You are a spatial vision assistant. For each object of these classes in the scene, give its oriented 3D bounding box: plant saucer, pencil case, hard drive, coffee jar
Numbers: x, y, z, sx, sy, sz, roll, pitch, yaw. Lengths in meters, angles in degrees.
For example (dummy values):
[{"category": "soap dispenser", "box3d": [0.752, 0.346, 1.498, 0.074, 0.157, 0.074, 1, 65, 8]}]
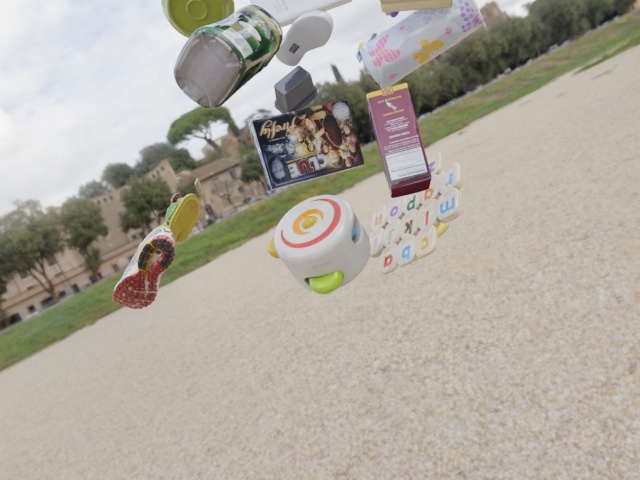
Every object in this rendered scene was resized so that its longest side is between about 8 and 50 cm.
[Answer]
[{"category": "plant saucer", "box3d": [-0.403, -0.763, 1.685, 0.240, 0.241, 0.037, -25, 42, 20]}, {"category": "pencil case", "box3d": [0.216, -0.451, 1.133, 0.273, 0.124, 0.113, -28, -35, 19]}, {"category": "hard drive", "box3d": [-0.077, -0.810, 1.655, 0.307, 0.203, 0.040, -22, -9, -5]}, {"category": "coffee jar", "box3d": [-0.115, -0.251, 0.684, 0.096, 0.079, 0.184, -43, 13, 33]}]

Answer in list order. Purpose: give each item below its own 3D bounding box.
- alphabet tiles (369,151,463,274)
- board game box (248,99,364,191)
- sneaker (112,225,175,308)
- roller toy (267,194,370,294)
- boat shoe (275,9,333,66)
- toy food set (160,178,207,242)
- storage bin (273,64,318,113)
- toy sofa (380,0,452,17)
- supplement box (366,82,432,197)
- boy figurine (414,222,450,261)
[{"category": "alphabet tiles", "box3d": [0.212, -0.063, 1.184, 0.284, 0.021, 0.278, -31, 39, 47]}, {"category": "board game box", "box3d": [-0.029, -0.227, 1.222, 0.243, 0.165, 0.042, -18, 4, -18]}, {"category": "sneaker", "box3d": [-0.384, 0.064, 1.145, 0.225, 0.088, 0.093, -50, 26, 20]}, {"category": "roller toy", "box3d": [0.000, 0.000, 1.131, 0.191, 0.146, 0.209, -45, 41, -15]}, {"category": "boat shoe", "box3d": [-0.036, -0.552, 1.364, 0.267, 0.096, 0.088, -14, 51, 67]}, {"category": "toy food set", "box3d": [-0.465, -0.093, 1.703, 0.071, 0.128, 0.218, 15, 62, 17]}, {"category": "storage bin", "box3d": [-0.082, -0.458, 1.545, 0.135, 0.098, 0.091, -42, -22, -13]}, {"category": "toy sofa", "box3d": [0.200, -0.655, 1.040, 0.150, 0.363, 0.177, 3, -1, 16]}, {"category": "supplement box", "box3d": [0.150, -0.187, 0.986, 0.080, 0.188, 0.104, -14, -8, 7]}, {"category": "boy figurine", "box3d": [0.338, -0.070, 1.685, 0.092, 0.177, 0.285, 78, -144, -87]}]
